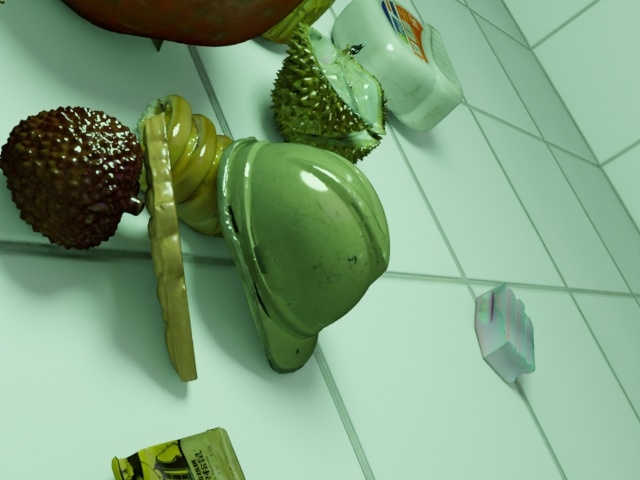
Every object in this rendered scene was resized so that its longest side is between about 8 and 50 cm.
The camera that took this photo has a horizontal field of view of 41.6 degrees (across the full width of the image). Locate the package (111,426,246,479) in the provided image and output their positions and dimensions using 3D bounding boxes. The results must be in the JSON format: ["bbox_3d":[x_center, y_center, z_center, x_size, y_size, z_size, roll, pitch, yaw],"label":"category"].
[{"bbox_3d":[-0.118,0.197,0.670,0.131,0.047,0.071,-2,63,-56],"label":"package"}]

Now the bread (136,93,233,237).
[{"bbox_3d":[-0.136,-0.081,0.909,0.177,0.084,0.119,40,32,-33],"label":"bread"}]

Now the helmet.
[{"bbox_3d":[0.004,0.003,0.888,0.204,0.137,0.258,-47,122,-63],"label":"helmet"}]

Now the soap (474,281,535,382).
[{"bbox_3d":[0.295,0.141,1.354,0.100,0.056,0.149,47,30,-18],"label":"soap"}]

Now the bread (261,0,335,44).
[{"bbox_3d":[-0.092,-0.431,1.294,0.253,0.142,0.228,26,38,-47],"label":"bread"}]

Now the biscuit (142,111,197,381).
[{"bbox_3d":[-0.140,0.006,0.779,0.162,0.035,0.250,119,-39,-82],"label":"biscuit"}]

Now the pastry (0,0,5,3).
[{"bbox_3d":[-0.374,-0.179,0.619,0.240,0.132,0.235,42,21,-36],"label":"pastry"}]

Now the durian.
[{"bbox_3d":[0.003,-0.200,1.191,0.193,0.137,0.237,41,32,-15],"label":"durian"}]

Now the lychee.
[{"bbox_3d":[-0.213,-0.056,0.729,0.123,0.129,0.123,12,90,-73],"label":"lychee"}]

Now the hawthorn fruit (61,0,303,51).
[{"bbox_3d":[-0.146,-0.389,0.942,0.402,0.402,0.403,37,33,-29],"label":"hawthorn fruit"}]

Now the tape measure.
[{"bbox_3d":[0.141,-0.337,1.568,0.265,0.130,0.258,27,36,-32],"label":"tape measure"}]
